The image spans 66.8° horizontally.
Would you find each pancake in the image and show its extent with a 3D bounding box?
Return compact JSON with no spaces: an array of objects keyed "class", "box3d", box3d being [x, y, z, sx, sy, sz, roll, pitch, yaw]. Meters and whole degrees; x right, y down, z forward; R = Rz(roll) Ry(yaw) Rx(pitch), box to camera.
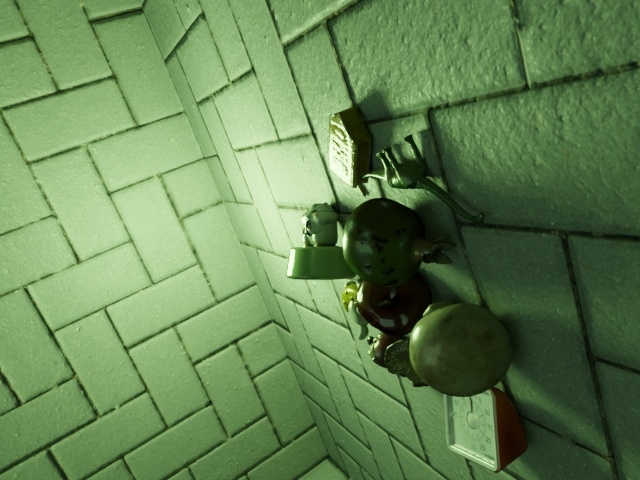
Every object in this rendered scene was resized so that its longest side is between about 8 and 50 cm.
[{"class":"pancake","box3d":[0.356,0.462,1.828,0.235,0.029,0.212,38,120,-2]}]

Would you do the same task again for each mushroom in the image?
[{"class":"mushroom","box3d":[0.416,0.304,1.460,0.290,0.298,0.297,-79,-25,-64]},{"class":"mushroom","box3d":[0.262,0.204,1.719,0.267,0.267,0.254,62,-169,4]}]

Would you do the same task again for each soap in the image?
[{"class":"soap","box3d":[0.096,-0.321,1.620,0.160,0.080,0.257,45,152,36]}]

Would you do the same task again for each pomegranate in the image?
[{"class":"pomegranate","box3d":[0.224,0.029,1.501,0.323,0.291,0.290,38,148,29]}]

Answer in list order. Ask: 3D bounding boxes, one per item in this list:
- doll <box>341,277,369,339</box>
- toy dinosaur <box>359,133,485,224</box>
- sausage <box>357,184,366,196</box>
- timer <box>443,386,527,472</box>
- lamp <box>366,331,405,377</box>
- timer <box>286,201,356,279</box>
[{"class":"doll","box3d":[0.177,0.285,2.074,0.252,0.111,0.237,60,142,9]},{"class":"toy dinosaur","box3d":[0.279,-0.150,1.437,0.300,0.087,0.447,58,160,-5]},{"class":"sausage","box3d":[0.138,-0.198,1.747,0.100,0.015,0.015,61,157,6]},{"class":"timer","box3d":[0.524,0.578,1.599,0.257,0.161,0.249,-12,94,67]},{"class":"lamp","box3d":[0.297,0.443,1.967,0.223,0.151,0.215,19,151,1]},{"class":"timer","box3d":[0.000,0.000,2.007,0.291,0.291,0.315,179,89,-65]}]
